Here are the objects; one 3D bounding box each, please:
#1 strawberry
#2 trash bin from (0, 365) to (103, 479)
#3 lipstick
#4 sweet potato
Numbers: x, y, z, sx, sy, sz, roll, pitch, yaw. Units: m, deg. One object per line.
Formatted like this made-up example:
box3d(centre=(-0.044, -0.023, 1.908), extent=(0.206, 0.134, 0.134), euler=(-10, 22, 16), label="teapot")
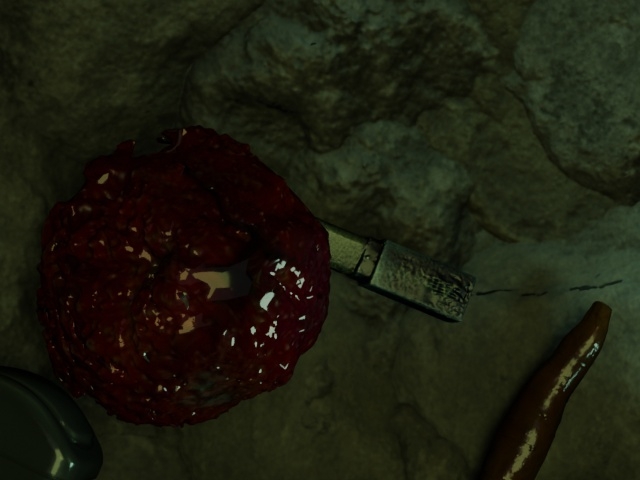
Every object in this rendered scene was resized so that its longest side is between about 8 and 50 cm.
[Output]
box3d(centre=(-0.117, 0.037, 1.002), extent=(0.274, 0.220, 0.274), euler=(-1, 97, -5), label="strawberry")
box3d(centre=(-0.302, 0.224, 1.013), extent=(0.177, 0.101, 0.236), euler=(22, 87, 8), label="trash bin")
box3d(centre=(0.000, 0.000, 1.132), extent=(0.312, 0.051, 0.051), euler=(23, 84, -11), label="lipstick")
box3d(centre=(0.219, 0.177, 1.180), extent=(0.057, 0.057, 0.264), euler=(30, 83, -11), label="sweet potato")
